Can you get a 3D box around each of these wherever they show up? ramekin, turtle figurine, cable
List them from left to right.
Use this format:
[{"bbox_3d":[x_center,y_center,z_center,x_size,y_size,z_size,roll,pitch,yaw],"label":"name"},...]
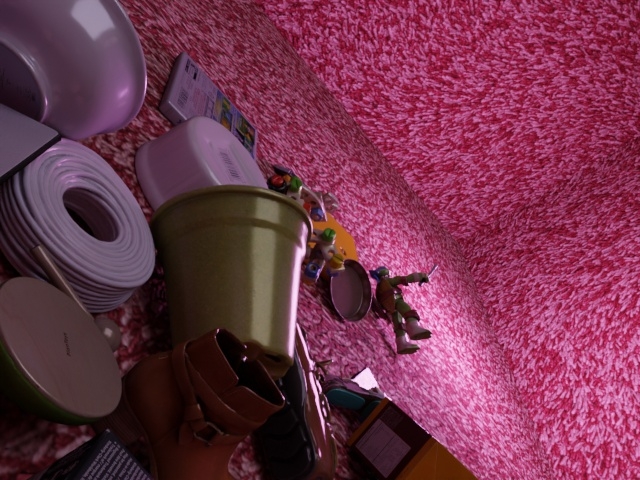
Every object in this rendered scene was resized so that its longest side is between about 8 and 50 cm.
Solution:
[{"bbox_3d":[-0.346,-0.024,0.953,0.257,0.089,0.257,42,24,-38],"label":"cable"},{"bbox_3d":[-0.224,-0.117,1.340,0.277,0.135,0.277,49,20,-25],"label":"ramekin"},{"bbox_3d":[0.275,0.195,1.991,0.275,0.198,0.266,31,36,-46],"label":"turtle figurine"}]

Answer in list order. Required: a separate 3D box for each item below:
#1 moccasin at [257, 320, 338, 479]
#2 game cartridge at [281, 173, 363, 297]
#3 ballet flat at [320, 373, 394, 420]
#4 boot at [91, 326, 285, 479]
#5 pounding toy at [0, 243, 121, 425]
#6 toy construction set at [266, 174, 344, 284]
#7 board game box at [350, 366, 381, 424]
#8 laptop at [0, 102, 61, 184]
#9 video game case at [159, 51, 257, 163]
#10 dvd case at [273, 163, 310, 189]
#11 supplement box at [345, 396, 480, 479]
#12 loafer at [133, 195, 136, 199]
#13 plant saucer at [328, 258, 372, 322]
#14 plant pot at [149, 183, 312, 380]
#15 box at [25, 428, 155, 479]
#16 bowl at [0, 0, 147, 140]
[{"bbox_3d":[-0.053,0.248,1.177,0.147,0.139,0.380,41,21,-57],"label":"moccasin"},{"bbox_3d":[0.000,0.000,1.855,0.324,0.053,0.285,42,24,-32],"label":"game cartridge"},{"bbox_3d":[0.091,0.342,1.436,0.222,0.077,0.079,29,25,-22],"label":"ballet flat"},{"bbox_3d":[-0.128,0.248,0.853,0.283,0.220,0.109,53,19,-12],"label":"boot"},{"bbox_3d":[-0.326,0.134,0.753,0.183,0.110,0.237,52,6,-22],"label":"pounding toy"},{"bbox_3d":[-0.040,-0.047,1.590,0.215,0.151,0.327,14,34,-5],"label":"toy construction set"},{"bbox_3d":[0.128,0.402,1.535,0.201,0.035,0.136,60,19,7],"label":"board game box"},{"bbox_3d":[-0.493,-0.226,0.655,0.408,0.236,0.382,27,26,-9],"label":"laptop"},{"bbox_3d":[-0.270,-0.302,1.679,0.300,0.036,0.329,46,21,-29],"label":"video game case"},{"bbox_3d":[-0.075,-0.175,1.928,0.119,0.013,0.087,44,-9,-38],"label":"dvd case"},{"bbox_3d":[0.191,0.453,1.344,0.191,0.129,0.194,47,-9,-28],"label":"supplement box"},{"bbox_3d":[-0.311,-0.019,1.109,0.045,0.039,0.125,18,43,-63],"label":"loafer"},{"bbox_3d":[0.074,0.133,1.752,0.168,0.029,0.168,11,74,-46],"label":"plant saucer"},{"bbox_3d":[-0.140,0.091,1.070,0.276,0.276,0.253,35,41,-48],"label":"plant pot"},{"bbox_3d":[-0.195,0.345,0.617,0.270,0.165,0.143,54,18,-10],"label":"box"},{"bbox_3d":[-0.409,-0.251,0.936,0.298,0.298,0.134,50,42,-20],"label":"bowl"}]
